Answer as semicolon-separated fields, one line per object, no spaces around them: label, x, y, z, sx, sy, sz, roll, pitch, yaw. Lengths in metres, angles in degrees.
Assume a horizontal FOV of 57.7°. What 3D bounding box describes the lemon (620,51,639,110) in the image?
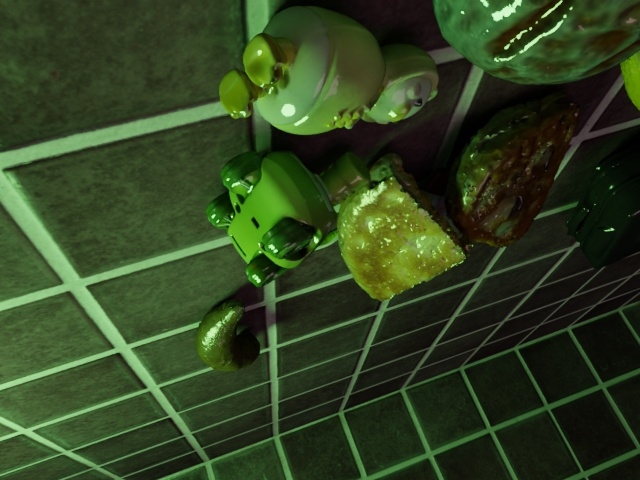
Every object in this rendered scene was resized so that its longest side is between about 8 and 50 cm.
lemon;0.524;-0.250;0.728;0.310;0.258;0.258;5;150;-3

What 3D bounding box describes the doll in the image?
doll;0.035;-0.170;0.631;0.296;0.117;0.141;-1;149;-38

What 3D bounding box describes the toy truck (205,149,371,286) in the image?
toy truck;-0.045;-0.042;0.807;0.210;0.148;0.187;-25;167;-50

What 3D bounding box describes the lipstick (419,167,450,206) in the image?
lipstick;0.158;-0.031;1.061;0.061;0.068;0.274;-4;142;-37

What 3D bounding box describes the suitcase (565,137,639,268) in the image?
suitcase;0.710;-0.093;1.248;0.339;0.188;0.345;-25;156;1

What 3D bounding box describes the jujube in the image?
jujube;0.231;-0.274;0.449;0.215;0.246;0.308;31;151;-7

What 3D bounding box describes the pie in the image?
pie;0.315;-0.112;0.967;0.308;0.085;0.308;-25;142;-21

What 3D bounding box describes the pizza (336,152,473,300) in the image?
pizza;0.139;-0.007;0.972;0.226;0.086;0.335;9;139;11

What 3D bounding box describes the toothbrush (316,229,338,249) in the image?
toothbrush;0.000;0.000;1.043;0.263;0.022;0.026;-21;142;-3

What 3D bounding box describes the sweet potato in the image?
sweet potato;-0.195;0.212;1.209;0.124;0.098;0.310;-40;157;-17
